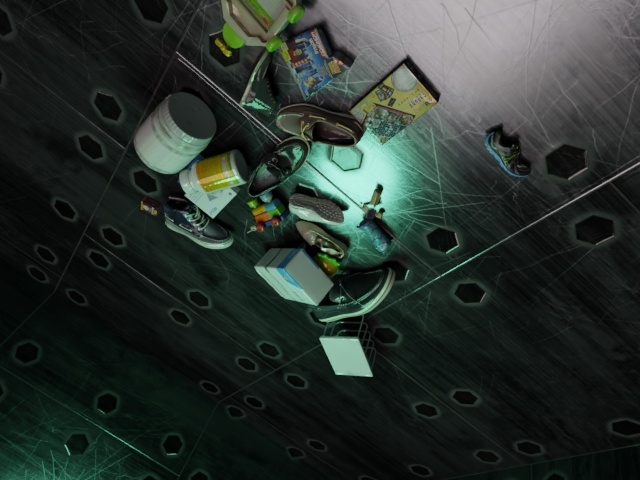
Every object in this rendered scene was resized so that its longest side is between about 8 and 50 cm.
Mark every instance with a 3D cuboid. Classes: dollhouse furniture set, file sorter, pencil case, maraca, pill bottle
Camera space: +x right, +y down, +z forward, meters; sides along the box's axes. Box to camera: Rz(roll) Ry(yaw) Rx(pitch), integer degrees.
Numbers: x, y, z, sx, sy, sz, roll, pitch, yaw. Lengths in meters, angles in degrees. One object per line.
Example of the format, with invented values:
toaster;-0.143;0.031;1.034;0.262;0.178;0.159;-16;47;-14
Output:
dollhouse furniture set;0.201;-0.152;1.809;0.081;0.091;0.114;42;122;44
file sorter;0.147;0.505;2.295;0.193;0.173;0.277;-3;128;24
pencil case;0.216;-0.022;1.877;0.070;0.064;0.151;-33;111;23
maraca;0.022;0.098;2.025;0.127;0.099;0.185;23;159;-4
pill bottle;-0.419;-0.259;1.849;0.246;0.136;0.136;-14;124;12

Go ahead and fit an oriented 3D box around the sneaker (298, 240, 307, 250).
sneaker;-0.081;0.031;2.074;0.035;0.031;0.083;19;134;7

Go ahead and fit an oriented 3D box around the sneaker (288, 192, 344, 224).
sneaker;-0.016;-0.113;1.896;0.235;0.090;0.095;23;147;8

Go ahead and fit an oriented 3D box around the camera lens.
camera lens;-0.548;-0.395;1.768;0.274;0.219;0.219;-28;114;38

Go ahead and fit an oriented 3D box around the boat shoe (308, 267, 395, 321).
boat shoe;0.118;0.228;2.062;0.156;0.186;0.500;40;138;-21

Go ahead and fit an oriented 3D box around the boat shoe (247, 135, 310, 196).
boat shoe;-0.173;-0.268;1.793;0.340;0.113;0.127;-25;117;38

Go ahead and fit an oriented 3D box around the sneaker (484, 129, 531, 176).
sneaker;0.602;-0.273;1.488;0.188;0.067;0.078;42;138;-12

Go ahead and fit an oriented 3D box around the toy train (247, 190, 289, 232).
toy train;-0.262;-0.117;1.978;0.248;0.105;0.143;-18;114;34

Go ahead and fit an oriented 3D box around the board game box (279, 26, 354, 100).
board game box;-0.005;-0.569;1.493;0.194;0.060;0.194;-10;124;29

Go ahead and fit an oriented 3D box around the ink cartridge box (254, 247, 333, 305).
ink cartridge box;-0.121;0.151;2.050;0.223;0.129;0.307;49;157;-21

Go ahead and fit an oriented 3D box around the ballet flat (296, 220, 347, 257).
ballet flat;0.000;0.000;1.978;0.248;0.086;0.086;28;134;-2

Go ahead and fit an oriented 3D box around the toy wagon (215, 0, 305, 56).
toy wagon;-0.207;-0.707;1.427;0.267;0.068;0.344;49;131;-4

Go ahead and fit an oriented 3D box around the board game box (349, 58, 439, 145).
board game box;0.234;-0.438;1.518;0.165;0.042;0.243;43;132;-16

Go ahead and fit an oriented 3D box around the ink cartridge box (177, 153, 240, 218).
ink cartridge box;-0.488;-0.225;2.013;0.224;0.045;0.223;41;133;-14

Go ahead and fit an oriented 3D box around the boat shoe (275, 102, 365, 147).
boat shoe;-0.011;-0.391;1.627;0.324;0.096;0.116;14;133;11

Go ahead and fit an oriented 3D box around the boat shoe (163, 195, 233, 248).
boat shoe;-0.552;-0.082;2.103;0.341;0.127;0.158;19;145;8

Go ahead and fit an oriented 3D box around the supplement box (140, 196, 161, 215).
supplement box;-0.792;-0.158;2.205;0.083;0.043;0.055;25;133;1

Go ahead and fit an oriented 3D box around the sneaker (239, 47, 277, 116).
sneaker;-0.184;-0.536;1.602;0.118;0.083;0.222;19;130;-20
